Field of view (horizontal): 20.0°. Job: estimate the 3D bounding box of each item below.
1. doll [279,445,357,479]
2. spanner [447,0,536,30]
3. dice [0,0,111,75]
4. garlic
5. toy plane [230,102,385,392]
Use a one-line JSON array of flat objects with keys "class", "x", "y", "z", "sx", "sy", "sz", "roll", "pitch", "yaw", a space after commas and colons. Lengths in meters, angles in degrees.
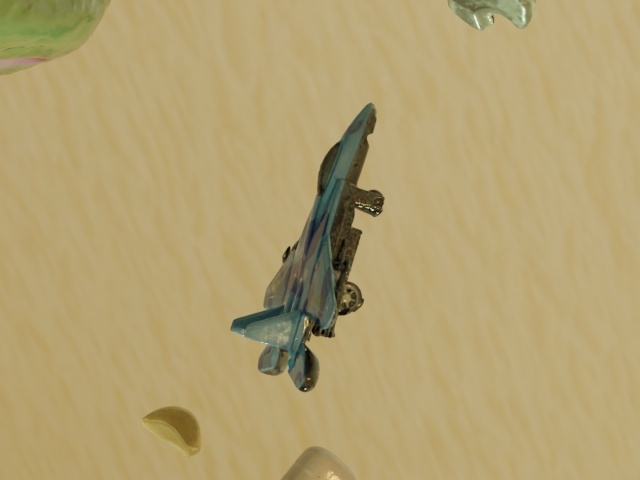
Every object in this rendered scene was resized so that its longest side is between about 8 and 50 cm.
[{"class": "doll", "x": 0.035, "y": 0.245, "z": 1.554, "sx": 0.059, "sy": 0.160, "sz": 0.161, "roll": -50, "pitch": 178, "yaw": -12}, {"class": "spanner", "x": 0.032, "y": -0.237, "z": 1.185, "sx": 0.071, "sy": 0.302, "sz": 0.017, "roll": -15, "pitch": -138, "yaw": 47}, {"class": "dice", "x": -0.348, "y": -0.269, "z": 1.280, "sx": 0.322, "sy": 0.318, "sz": 0.330, "roll": -8, "pitch": 180, "yaw": 26}, {"class": "garlic", "x": -0.181, "y": 0.239, "z": 2.300, "sx": 0.083, "sy": 0.041, "sz": 0.053, "roll": 36, "pitch": -129, "yaw": 21}, {"class": "toy plane", "x": 0.007, "y": 0.003, "z": 1.533, "sx": 0.246, "sy": 0.078, "sz": 0.169, "roll": -63, "pitch": -161, "yaw": -6}]
